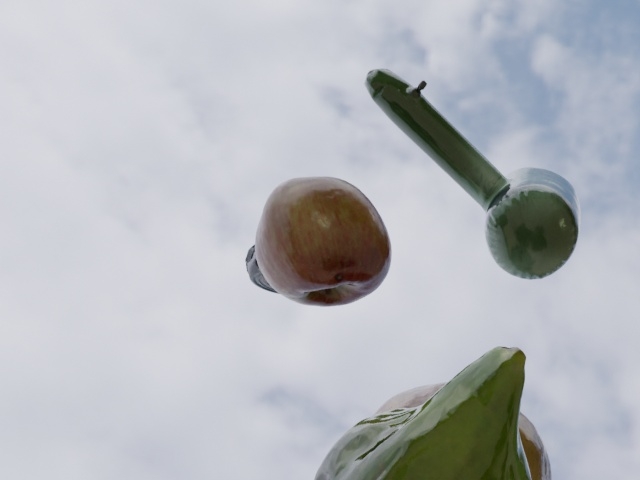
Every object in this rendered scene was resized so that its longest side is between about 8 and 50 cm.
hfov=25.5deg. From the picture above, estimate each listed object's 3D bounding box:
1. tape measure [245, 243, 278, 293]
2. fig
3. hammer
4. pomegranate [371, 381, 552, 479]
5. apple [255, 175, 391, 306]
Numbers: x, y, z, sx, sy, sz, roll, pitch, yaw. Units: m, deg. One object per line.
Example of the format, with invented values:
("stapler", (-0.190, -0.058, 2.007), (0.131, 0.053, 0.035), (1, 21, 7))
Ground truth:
("tape measure", (-0.043, 0.029, 1.644), (0.091, 0.094, 0.054), (13, -113, -1))
("fig", (0.107, 0.207, 1.210), (0.206, 0.206, 0.275), (4, -54, -35))
("hammer", (0.187, -0.100, 1.764), (0.335, 0.206, 0.119), (44, -75, -2))
("pomegranate", (0.136, 0.272, 1.544), (0.248, 0.248, 0.248), (-8, -76, -33))
("apple", (0.000, 0.000, 1.533), (0.146, 0.146, 0.130), (6, -118, -35))
